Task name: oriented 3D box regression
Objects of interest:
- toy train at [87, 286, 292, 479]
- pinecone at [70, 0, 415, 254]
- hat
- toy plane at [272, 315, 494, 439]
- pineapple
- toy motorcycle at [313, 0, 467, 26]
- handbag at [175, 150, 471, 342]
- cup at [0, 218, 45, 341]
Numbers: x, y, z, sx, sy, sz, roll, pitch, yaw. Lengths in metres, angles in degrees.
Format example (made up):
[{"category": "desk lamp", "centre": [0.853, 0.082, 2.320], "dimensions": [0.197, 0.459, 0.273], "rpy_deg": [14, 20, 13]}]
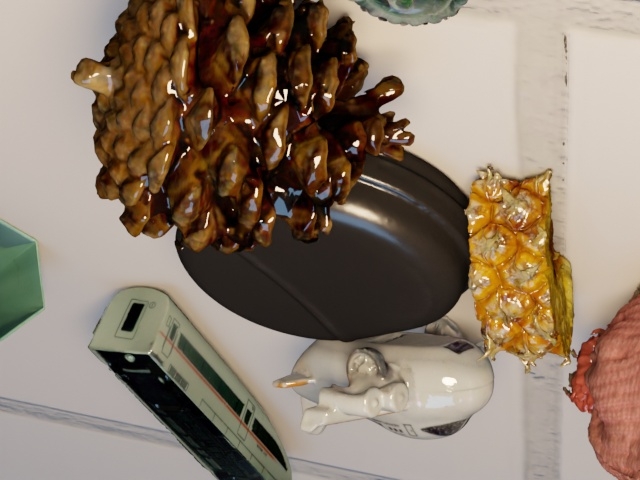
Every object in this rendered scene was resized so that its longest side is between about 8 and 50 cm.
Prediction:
[{"category": "toy train", "centre": [-0.128, 0.193, 2.095], "dimensions": [0.086, 0.088, 0.407], "rpy_deg": [3, 148, 28]}, {"category": "pinecone", "centre": [-0.067, -0.095, 1.408], "dimensions": [0.257, 0.243, 0.243], "rpy_deg": [38, 147, -14]}, {"category": "hat", "centre": [0.299, 0.118, 1.621], "dimensions": [0.107, 0.237, 0.286], "rpy_deg": [21, 165, -9]}, {"category": "toy plane", "centre": [0.068, 0.146, 1.814], "dimensions": [0.244, 0.117, 0.245], "rpy_deg": [-5, -172, 1]}, {"category": "pineapple", "centre": [0.184, 0.048, 1.626], "dimensions": [0.079, 0.135, 0.233], "rpy_deg": [3, 147, 23]}, {"category": "toy motorcycle", "centre": [0.044, -0.229, 1.070], "dimensions": [0.159, 0.106, 0.270], "rpy_deg": [16, 145, -8]}, {"category": "handbag", "centre": [0.000, 0.001, 1.687], "dimensions": [0.308, 0.093, 0.254], "rpy_deg": [-14, 139, 44]}, {"category": "cup", "centre": [-0.419, 0.066, 1.987], "dimensions": [0.235, 0.148, 0.134], "rpy_deg": [-23, 100, 50]}]
